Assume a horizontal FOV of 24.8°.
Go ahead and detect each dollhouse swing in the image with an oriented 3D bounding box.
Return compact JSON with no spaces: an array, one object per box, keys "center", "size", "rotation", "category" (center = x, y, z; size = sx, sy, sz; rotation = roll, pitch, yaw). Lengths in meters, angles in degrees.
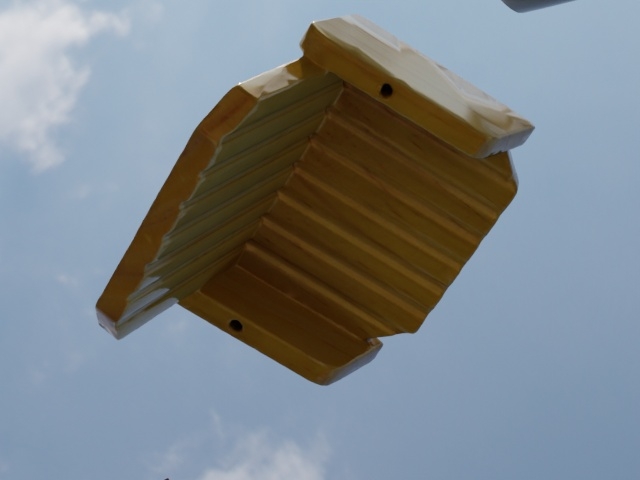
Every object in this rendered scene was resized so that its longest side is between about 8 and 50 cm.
[{"center":[0.000,0.000,1.448],"size":[0.315,0.305,0.347],"rotation":[31,-64,-4],"category":"dollhouse swing"}]

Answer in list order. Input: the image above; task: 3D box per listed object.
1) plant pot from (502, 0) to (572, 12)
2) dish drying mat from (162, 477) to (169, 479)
[{"center":[0.199,-0.264,0.865],"size":[0.274,0.256,0.257],"rotation":[-32,-119,21],"category":"plant pot"},{"center":[-0.124,0.248,1.258],"size":[0.032,0.008,0.083],"rotation":[-30,-88,5],"category":"dish drying mat"}]
